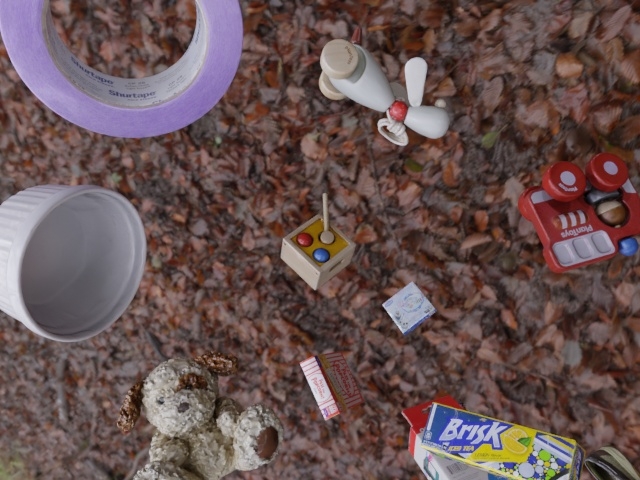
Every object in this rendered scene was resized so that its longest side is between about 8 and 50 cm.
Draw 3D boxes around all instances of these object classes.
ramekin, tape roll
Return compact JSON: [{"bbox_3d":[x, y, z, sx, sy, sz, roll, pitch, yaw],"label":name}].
[{"bbox_3d":[-0.345,0.021,0.733,0.109,0.207,0.207,13,121,23],"label":"ramekin"},{"bbox_3d":[-0.240,-0.270,0.684,0.090,0.275,0.274,-115,32,-46],"label":"tape roll"}]

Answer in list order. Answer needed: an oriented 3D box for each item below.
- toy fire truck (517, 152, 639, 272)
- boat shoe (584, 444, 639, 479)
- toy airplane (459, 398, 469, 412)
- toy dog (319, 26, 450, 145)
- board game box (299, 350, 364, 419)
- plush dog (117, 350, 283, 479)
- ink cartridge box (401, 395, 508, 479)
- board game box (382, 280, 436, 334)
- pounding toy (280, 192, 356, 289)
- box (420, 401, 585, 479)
[{"bbox_3d":[0.664,-0.062,1.373,0.169,0.303,0.253,110,145,-67],"label":"toy fire truck"},{"bbox_3d":[0.409,0.340,0.715,0.152,0.049,0.056,-126,25,-56],"label":"boat shoe"},{"bbox_3d":[0.380,0.482,1.412,0.028,0.151,0.151,-11,111,2],"label":"toy airplane"},{"bbox_3d":[0.149,-0.372,1.264,0.334,0.160,0.220,29,172,-23],"label":"toy dog"},{"bbox_3d":[0.032,0.358,1.379,0.045,0.193,0.146,-31,73,15],"label":"board game box"},{"bbox_3d":[-0.224,0.315,0.977,0.225,0.263,0.210,65,166,3],"label":"plush dog"},{"bbox_3d":[0.274,0.436,1.127,0.231,0.134,0.077,-130,33,-55],"label":"ink cartridge box"},{"bbox_3d":[0.200,0.152,1.240,0.090,0.020,0.090,-38,52,4],"label":"board game box"},{"bbox_3d":[0.000,0.000,1.160,0.130,0.141,0.100,42,149,19],"label":"pounding toy"},{"bbox_3d":[0.206,0.240,0.634,0.169,0.059,0.054,4,154,39],"label":"box"}]
